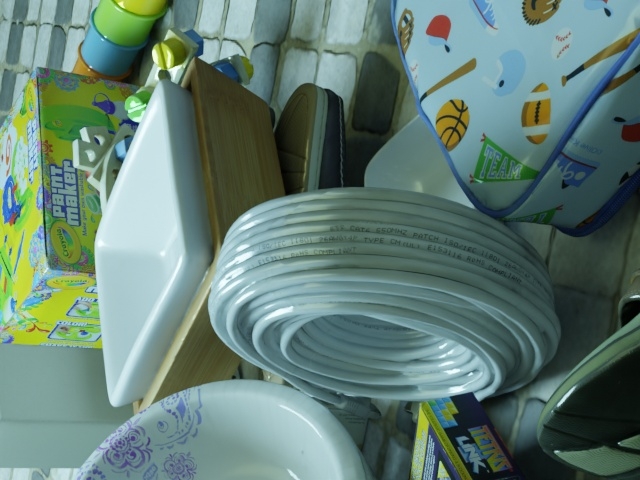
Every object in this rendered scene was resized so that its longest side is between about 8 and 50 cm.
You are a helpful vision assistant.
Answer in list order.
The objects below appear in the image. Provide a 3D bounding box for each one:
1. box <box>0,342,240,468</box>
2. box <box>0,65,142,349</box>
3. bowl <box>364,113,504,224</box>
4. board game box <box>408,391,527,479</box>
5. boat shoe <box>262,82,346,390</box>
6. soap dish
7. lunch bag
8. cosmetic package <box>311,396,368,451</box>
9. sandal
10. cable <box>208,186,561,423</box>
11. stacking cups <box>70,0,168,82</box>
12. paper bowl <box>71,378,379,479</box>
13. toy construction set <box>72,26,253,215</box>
[{"bbox_3d":[-0.223,0.178,1.352,0.113,0.275,0.094,-50,43,43],"label":"box"},{"bbox_3d":[-0.329,-0.019,1.676,0.279,0.177,0.290,-43,48,48],"label":"box"},{"bbox_3d":[0.099,-0.029,1.069,0.142,0.053,0.142,-41,49,49],"label":"bowl"},{"bbox_3d":[0.111,0.221,0.945,0.141,0.048,0.170,-118,24,-46],"label":"board game box"},{"bbox_3d":[0.000,0.000,1.193,0.103,0.092,0.285,-179,93,-67],"label":"boat shoe"},{"bbox_3d":[-0.122,0.011,1.208,0.291,0.118,0.229,121,146,-48],"label":"soap dish"},{"bbox_3d":[0.171,-0.164,0.921,0.243,0.115,0.303,-57,38,33],"label":"lunch bag"},{"bbox_3d":[0.001,0.204,1.178,0.041,0.060,0.115,23,105,59],"label":"cosmetic package"},{"bbox_3d":[0.242,0.040,0.778,0.303,0.120,0.086,-59,9,31],"label":"sandal"},{"bbox_3d":[0.049,0.048,0.944,0.257,0.257,0.089,-20,53,46],"label":"cable"},{"bbox_3d":[-0.274,-0.267,1.745,0.316,0.096,0.096,-57,39,45],"label":"stacking cups"},{"bbox_3d":[-0.074,0.268,1.054,0.284,0.148,0.284,-15,44,15],"label":"paper bowl"},{"bbox_3d":[-0.179,-0.085,1.423,0.327,0.151,0.215,-24,99,54],"label":"toy construction set"}]
